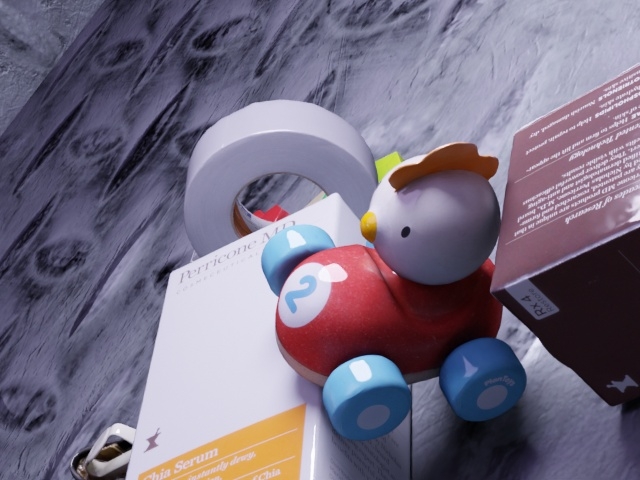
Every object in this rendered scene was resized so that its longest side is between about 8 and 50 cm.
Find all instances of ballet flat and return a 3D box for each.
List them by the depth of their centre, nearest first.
[{"bbox_3d":[-0.189,0.241,1.660,0.280,0.096,0.095,-29,31,35],"label":"ballet flat"}]

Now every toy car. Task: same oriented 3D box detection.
[{"bbox_3d":[0.071,0.007,1.251,0.219,0.210,0.238,-117,28,-46],"label":"toy car"}]

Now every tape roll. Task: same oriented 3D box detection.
[{"bbox_3d":[-0.042,-0.046,1.626,0.219,0.219,0.072,-38,27,22],"label":"tape roll"}]

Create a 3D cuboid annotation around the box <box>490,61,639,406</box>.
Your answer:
[{"bbox_3d":[0.263,-0.010,1.193,0.167,0.168,0.203,-28,33,35],"label":"box"}]

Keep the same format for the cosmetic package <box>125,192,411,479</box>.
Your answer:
[{"bbox_3d":[-0.045,0.181,1.410,0.230,0.161,0.453,-26,32,21],"label":"cosmetic package"}]

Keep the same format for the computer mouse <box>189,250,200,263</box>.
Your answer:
[{"bbox_3d":[-0.141,0.029,1.917,0.106,0.042,0.193,-6,64,62],"label":"computer mouse"}]

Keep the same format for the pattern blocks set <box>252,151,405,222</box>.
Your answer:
[{"bbox_3d":[0.000,0.000,1.780,0.285,0.026,0.325,-38,27,21],"label":"pattern blocks set"}]
